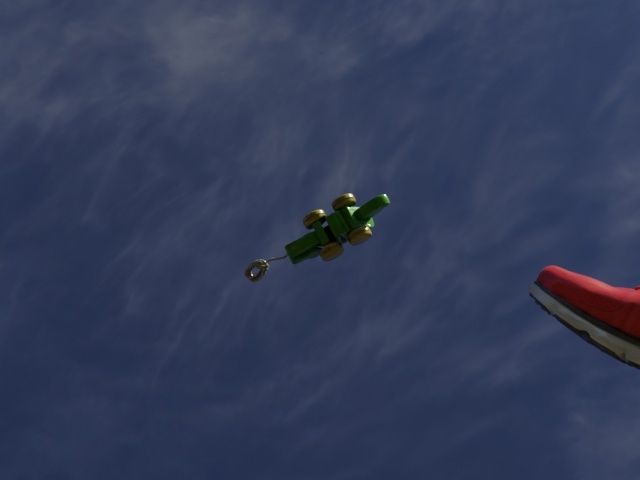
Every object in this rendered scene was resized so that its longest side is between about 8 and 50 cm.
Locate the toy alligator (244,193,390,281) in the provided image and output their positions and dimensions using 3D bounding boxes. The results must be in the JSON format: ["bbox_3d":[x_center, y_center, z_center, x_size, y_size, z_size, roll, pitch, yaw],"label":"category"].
[{"bbox_3d":[0.000,0.000,1.305,0.190,0.051,0.056,-29,-109,8],"label":"toy alligator"}]

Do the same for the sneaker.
[{"bbox_3d":[0.309,0.060,0.892,0.279,0.107,0.118,18,-92,26],"label":"sneaker"}]
